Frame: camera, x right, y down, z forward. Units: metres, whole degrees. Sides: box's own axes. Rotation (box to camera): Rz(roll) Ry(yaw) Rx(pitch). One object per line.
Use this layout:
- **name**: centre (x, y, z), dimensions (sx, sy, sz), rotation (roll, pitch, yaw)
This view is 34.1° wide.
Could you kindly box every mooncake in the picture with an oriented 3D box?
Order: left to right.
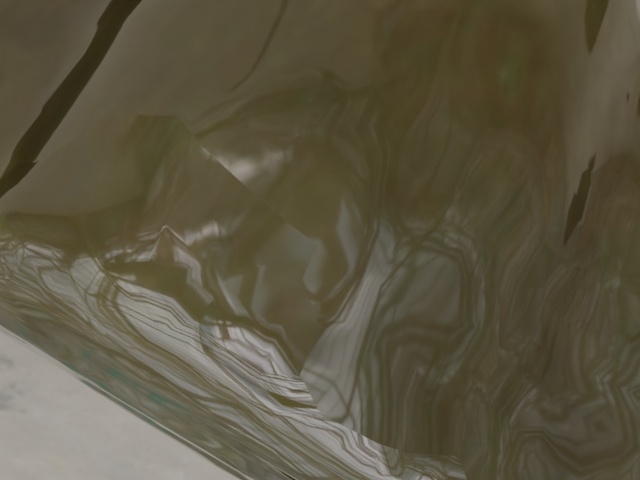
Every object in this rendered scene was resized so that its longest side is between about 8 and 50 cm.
- **mooncake**: centre (0.000, 0.000, 0.555), dimensions (0.467, 0.262, 0.467), rotation (27, 167, 7)
